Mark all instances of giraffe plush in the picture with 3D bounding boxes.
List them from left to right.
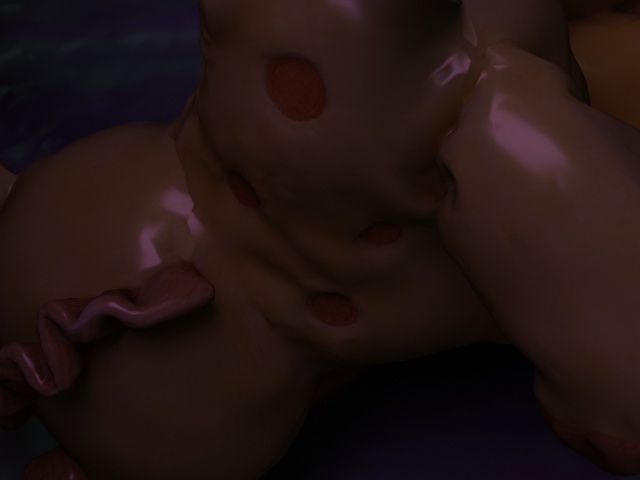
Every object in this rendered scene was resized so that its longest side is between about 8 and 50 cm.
[{"bbox_3d":[0.000,0.000,0.444,0.170,0.210,0.181,-39,58,28],"label":"giraffe plush"}]
